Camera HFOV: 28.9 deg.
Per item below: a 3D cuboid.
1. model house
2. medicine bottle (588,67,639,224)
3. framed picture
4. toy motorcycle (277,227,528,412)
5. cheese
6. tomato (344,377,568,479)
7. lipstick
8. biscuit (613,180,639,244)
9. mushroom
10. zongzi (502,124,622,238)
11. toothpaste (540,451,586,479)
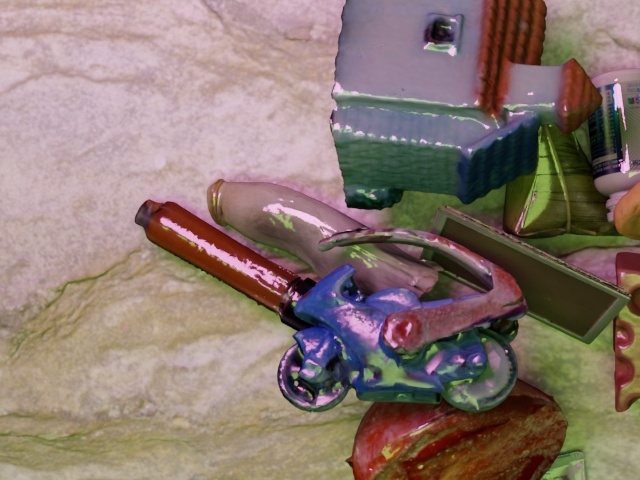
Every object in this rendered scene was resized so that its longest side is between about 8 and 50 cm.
[{"bbox_3d":[0.192,-0.202,1.574,0.329,0.252,0.295,3,67,13],"label":"model house"},{"bbox_3d":[0.406,-0.121,1.616,0.107,0.107,0.191,-5,81,12],"label":"medicine bottle"},{"bbox_3d":[0.268,0.048,1.671,0.274,0.217,0.017,26,70,5],"label":"framed picture"},{"bbox_3d":[0.105,0.111,1.631,0.319,0.241,0.182,0,135,1],"label":"toy motorcycle"},{"bbox_3d":[0.449,0.101,1.684,0.203,0.128,0.177,-30,94,20],"label":"cheese"},{"bbox_3d":[0.177,0.265,1.742,0.309,0.170,0.309,-16,134,-17],"label":"tomato"},{"bbox_3d":[-0.082,0.058,1.776,0.418,0.077,0.077,30,107,10],"label":"lipstick"},{"bbox_3d":[0.538,-0.029,1.563,0.376,0.051,0.269,6,148,-28],"label":"biscuit"},{"bbox_3d":[0.000,-0.002,1.751,0.351,0.097,0.109,27,138,9],"label":"mushroom"},{"bbox_3d":[0.352,-0.102,1.675,0.204,0.094,0.205,2,96,-7],"label":"zongzi"},{"bbox_3d":[0.362,0.461,1.813,0.114,0.073,0.299,-14,92,14],"label":"toothpaste"}]
